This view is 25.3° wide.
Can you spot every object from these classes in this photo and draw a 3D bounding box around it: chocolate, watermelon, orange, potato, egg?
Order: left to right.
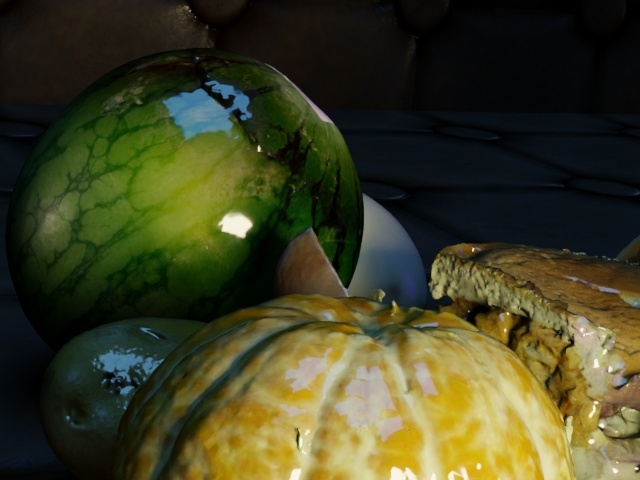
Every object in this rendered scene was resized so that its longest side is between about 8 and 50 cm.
[{"bbox_3d":[-0.116,0.141,1.215,0.251,0.159,0.174,7,43,-51],"label":"potato"},{"bbox_3d":[-0.134,-0.010,1.416,0.363,0.363,0.363,5,15,-1],"label":"watermelon"},{"bbox_3d":[0.006,0.005,1.758,0.271,0.162,0.206,5,13,0],"label":"egg"},{"bbox_3d":[0.015,0.165,0.986,0.329,0.249,0.329,9,7,-1],"label":"orange"},{"bbox_3d":[0.023,0.116,1.254,0.080,0.254,0.157,-32,53,-1],"label":"chocolate"}]

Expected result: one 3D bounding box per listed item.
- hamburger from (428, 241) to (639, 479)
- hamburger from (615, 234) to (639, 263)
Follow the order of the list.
[{"bbox_3d":[0.254,0.119,1.358,0.276,0.195,0.318,0,18,-32],"label":"hamburger"},{"bbox_3d":[0.423,0.073,1.494,0.286,0.243,0.146,19,22,29],"label":"hamburger"}]
